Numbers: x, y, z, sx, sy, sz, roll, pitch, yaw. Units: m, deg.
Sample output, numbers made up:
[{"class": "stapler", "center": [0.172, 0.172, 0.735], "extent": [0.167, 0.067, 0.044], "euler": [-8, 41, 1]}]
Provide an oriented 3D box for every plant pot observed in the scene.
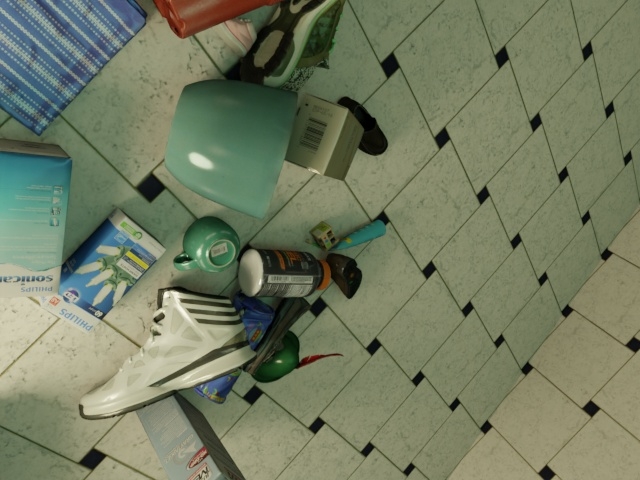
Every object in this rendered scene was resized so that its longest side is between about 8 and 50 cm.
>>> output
[{"class": "plant pot", "center": [-0.203, -0.216, 1.211], "extent": [0.235, 0.293, 0.293], "euler": [15, 102, -11]}, {"class": "plant pot", "center": [-0.210, -0.547, 1.079], "extent": [0.265, 0.272, 0.272], "euler": [-33, 126, -11]}]

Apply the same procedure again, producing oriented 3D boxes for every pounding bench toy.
[{"class": "pounding bench toy", "center": [0.000, 0.000, 1.598], "extent": [0.083, 0.052, 0.065], "euler": [-39, 128, -16]}]

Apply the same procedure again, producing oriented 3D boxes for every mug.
[{"class": "mug", "center": [-0.273, 0.027, 1.381], "extent": [0.129, 0.097, 0.158], "euler": [29, 92, -41]}]

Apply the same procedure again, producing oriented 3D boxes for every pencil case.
[{"class": "pencil case", "center": [-0.243, 0.289, 1.505], "extent": [0.306, 0.119, 0.133], "euler": [-61, 159, 1]}]

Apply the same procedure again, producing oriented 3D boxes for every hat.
[{"class": "hat", "center": [-0.086, 0.370, 1.614], "extent": [0.173, 0.183, 0.209], "euler": [22, 97, -40]}]

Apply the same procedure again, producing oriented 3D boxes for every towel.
[{"class": "towel", "center": [-0.521, -0.396, 1.050], "extent": [0.336, 0.040, 0.243], "euler": [-50, 129, -7]}]

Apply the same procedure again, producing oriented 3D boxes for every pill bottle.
[{"class": "pill bottle", "center": [-0.091, 0.092, 1.522], "extent": [0.245, 0.130, 0.131], "euler": [4, 107, -38]}]

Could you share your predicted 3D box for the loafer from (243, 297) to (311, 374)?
[{"class": "loafer", "center": [-0.120, 0.272, 1.577], "extent": [0.084, 0.096, 0.268], "euler": [34, 78, -11]}]

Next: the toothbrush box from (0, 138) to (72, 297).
[{"class": "toothbrush box", "center": [-0.622, -0.043, 1.078], "extent": [0.216, 0.126, 0.296], "euler": [0, 109, -37]}]

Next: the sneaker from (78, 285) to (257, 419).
[{"class": "sneaker", "center": [-0.407, 0.262, 1.384], "extent": [0.447, 0.169, 0.258], "euler": [-21, 84, -4]}]

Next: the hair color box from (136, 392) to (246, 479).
[{"class": "hair color box", "center": [-0.318, 0.540, 1.397], "extent": [0.113, 0.374, 0.185], "euler": [-43, 129, -13]}]

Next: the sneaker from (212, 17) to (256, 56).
[{"class": "sneaker", "center": [-0.197, -0.484, 1.235], "extent": [0.134, 0.051, 0.070], "euler": [45, 75, -28]}]

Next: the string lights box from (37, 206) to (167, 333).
[{"class": "string lights box", "center": [-0.493, 0.068, 1.254], "extent": [0.260, 0.076, 0.133], "euler": [-49, 131, -8]}]

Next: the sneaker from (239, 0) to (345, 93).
[{"class": "sneaker", "center": [-0.019, -0.498, 1.326], "extent": [0.410, 0.158, 0.182], "euler": [-52, 146, 0]}]

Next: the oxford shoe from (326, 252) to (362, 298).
[{"class": "oxford shoe", "center": [0.068, 0.101, 1.681], "extent": [0.083, 0.096, 0.227], "euler": [-53, 150, -22]}]

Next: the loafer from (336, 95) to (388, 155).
[{"class": "loafer", "center": [0.125, -0.305, 1.534], "extent": [0.220, 0.078, 0.080], "euler": [38, 86, -40]}]

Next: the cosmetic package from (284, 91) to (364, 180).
[{"class": "cosmetic package", "center": [0.014, -0.241, 1.348], "extent": [0.309, 0.113, 0.160], "euler": [-19, 131, -77]}]

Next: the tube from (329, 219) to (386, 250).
[{"class": "tube", "center": [0.105, -0.005, 1.664], "extent": [0.207, 0.080, 0.052], "euler": [-23, 91, -30]}]
